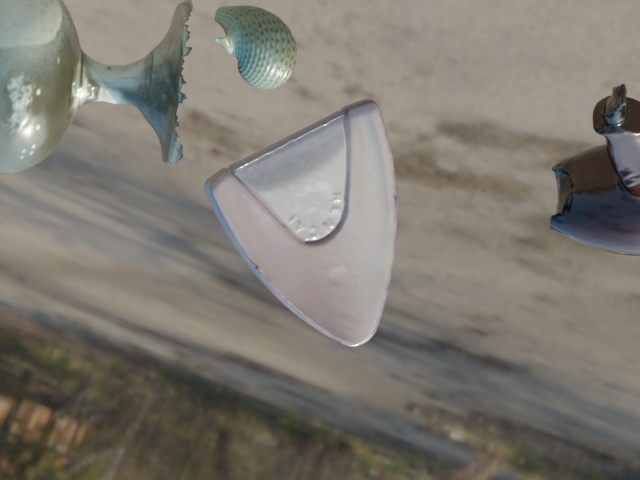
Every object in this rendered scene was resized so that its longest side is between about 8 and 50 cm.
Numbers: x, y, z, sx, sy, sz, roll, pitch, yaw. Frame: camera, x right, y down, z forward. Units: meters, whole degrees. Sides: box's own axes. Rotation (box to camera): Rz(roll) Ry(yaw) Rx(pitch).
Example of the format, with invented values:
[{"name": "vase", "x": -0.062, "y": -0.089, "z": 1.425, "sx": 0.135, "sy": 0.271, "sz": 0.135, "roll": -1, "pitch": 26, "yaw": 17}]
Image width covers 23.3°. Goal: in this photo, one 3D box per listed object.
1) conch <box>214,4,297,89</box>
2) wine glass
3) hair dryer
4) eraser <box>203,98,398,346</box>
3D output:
[{"name": "conch", "x": -0.053, "y": -0.174, "z": 1.359, "sx": 0.057, "sy": 0.076, "sz": 0.085, "roll": -21, "pitch": 144, "yaw": 15}, {"name": "wine glass", "x": -0.308, "y": -0.183, "z": 1.693, "sx": 0.323, "sy": 0.238, "sz": 0.238, "roll": 6, "pitch": 173, "yaw": -13}, {"name": "hair dryer", "x": 0.359, "y": -0.079, "z": 1.508, "sx": 0.313, "sy": 0.123, "sz": 0.340, "roll": -2, "pitch": 162, "yaw": 18}, {"name": "eraser", "x": -0.001, "y": 0.000, "z": 1.612, "sx": 0.059, "sy": 0.204, "sz": 0.243, "roll": 25, "pitch": 138, "yaw": 57}]
